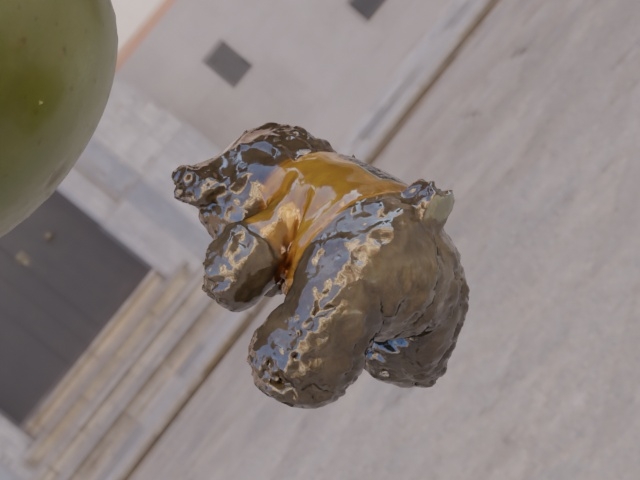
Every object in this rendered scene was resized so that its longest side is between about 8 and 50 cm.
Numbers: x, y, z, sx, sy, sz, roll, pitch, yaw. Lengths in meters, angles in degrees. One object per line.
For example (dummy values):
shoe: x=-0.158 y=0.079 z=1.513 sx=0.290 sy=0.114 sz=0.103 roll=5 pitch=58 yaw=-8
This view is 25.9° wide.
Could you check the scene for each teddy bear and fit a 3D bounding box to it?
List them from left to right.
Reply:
teddy bear: x=0.000 y=0.000 z=0.842 sx=0.177 sy=0.190 sz=0.140 roll=0 pitch=-60 yaw=-49

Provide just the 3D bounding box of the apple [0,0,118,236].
apple: x=-0.324 y=-0.135 z=0.938 sx=0.357 sy=0.357 sz=0.357 roll=-49 pitch=8 yaw=9
